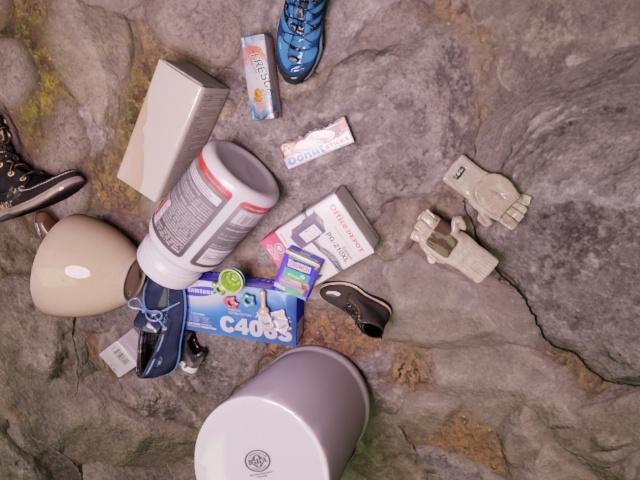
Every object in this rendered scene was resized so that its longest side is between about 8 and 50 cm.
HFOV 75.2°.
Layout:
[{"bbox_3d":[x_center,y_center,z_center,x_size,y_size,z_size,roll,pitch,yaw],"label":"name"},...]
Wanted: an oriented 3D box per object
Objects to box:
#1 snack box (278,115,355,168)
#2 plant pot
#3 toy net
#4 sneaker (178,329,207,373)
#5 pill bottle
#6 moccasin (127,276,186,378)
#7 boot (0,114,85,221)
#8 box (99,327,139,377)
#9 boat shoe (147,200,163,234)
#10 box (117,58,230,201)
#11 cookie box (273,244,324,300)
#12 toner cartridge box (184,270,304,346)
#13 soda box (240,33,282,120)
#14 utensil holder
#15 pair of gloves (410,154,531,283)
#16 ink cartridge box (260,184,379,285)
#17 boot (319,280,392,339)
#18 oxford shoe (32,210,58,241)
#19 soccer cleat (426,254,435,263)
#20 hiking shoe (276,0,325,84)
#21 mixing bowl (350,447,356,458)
[{"bbox_3d":[-0.010,-0.234,1.002,0.178,0.022,0.064,-19,104,19],"label":"snack box"},{"bbox_3d":[-0.596,0.084,1.134,0.191,0.284,0.284,12,111,1],"label":"plant pot"},{"bbox_3d":[-0.186,0.175,1.095,0.232,0.045,0.122,46,111,-3],"label":"toy net"},{"bbox_3d":[-0.439,0.297,1.270,0.234,0.078,0.106,43,107,-4],"label":"sneaker"},{"bbox_3d":[-0.289,-0.053,1.034,0.210,0.210,0.363,45,113,-4],"label":"pill bottle"},{"bbox_3d":[-0.445,0.225,1.138,0.138,0.117,0.341,8,101,35],"label":"moccasin"},{"bbox_3d":[-0.871,-0.217,1.172,0.378,0.138,0.284,-14,105,24],"label":"boot"},{"bbox_3d":[-0.619,0.357,1.326,0.102,0.087,0.101,-34,97,23],"label":"box"},{"bbox_3d":[-0.442,-0.028,1.160,0.075,0.065,0.206,26,113,4],"label":"boat shoe"},{"bbox_3d":[-0.358,-0.264,1.016,0.121,0.148,0.311,33,112,2],"label":"box"},{"bbox_3d":[-0.053,0.078,1.002,0.092,0.040,0.107,24,114,7],"label":"cookie box"},{"bbox_3d":[-0.223,0.187,1.173,0.348,0.075,0.165,6,107,13],"label":"toner cartridge box"},{"bbox_3d":[-0.135,-0.374,0.963,0.058,0.063,0.183,-1,108,15],"label":"soda box"},{"bbox_3d":[-0.072,0.461,1.021,0.328,0.385,0.327,0,89,17],"label":"utensil holder"},{"bbox_3d":[0.339,-0.046,0.951,0.204,0.042,0.240,30,98,6],"label":"pair of gloves"},{"bbox_3d":[0.000,0.000,1.038,0.237,0.100,0.172,-32,99,22],"label":"ink cartridge box"},{"bbox_3d":[0.081,0.174,1.058,0.198,0.137,0.076,15,111,9],"label":"boot"},{"bbox_3d":[-0.759,0.000,1.247,0.096,0.082,0.227,-22,114,17],"label":"oxford shoe"},{"bbox_3d":[0.275,0.020,1.010,0.029,0.035,0.083,11,110,12],"label":"soccer cleat"},{"bbox_3d":[-0.043,-0.485,0.864,0.113,0.132,0.304,17,112,8],"label":"hiking shoe"},{"bbox_3d":[0.012,0.639,1.258,0.182,0.098,0.181,4,109,13],"label":"mixing bowl"}]
